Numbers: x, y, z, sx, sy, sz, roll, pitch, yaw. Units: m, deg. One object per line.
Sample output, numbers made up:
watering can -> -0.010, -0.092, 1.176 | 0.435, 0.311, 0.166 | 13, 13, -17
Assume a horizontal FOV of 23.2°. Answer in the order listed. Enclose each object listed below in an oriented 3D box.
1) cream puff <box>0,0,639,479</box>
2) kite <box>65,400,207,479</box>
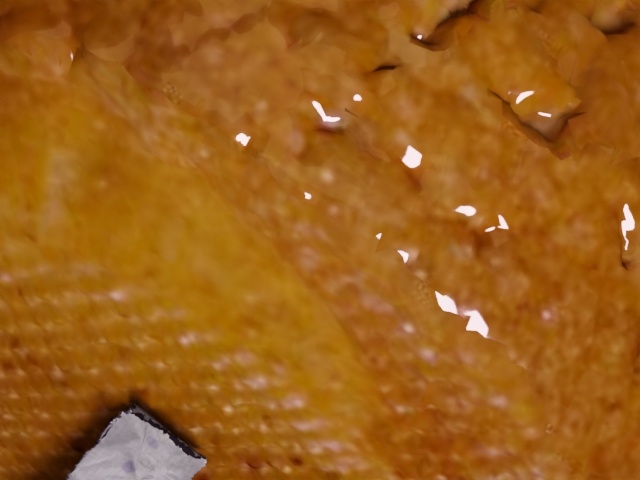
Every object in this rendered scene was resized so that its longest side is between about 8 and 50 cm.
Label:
cream puff -> 0.000, 0.000, 0.454 | 0.303, 0.303, 0.212 | 18, 44, 21
kite -> -0.116, 0.135, 0.455 | 0.335, 0.314, 0.011 | 41, 38, -9
